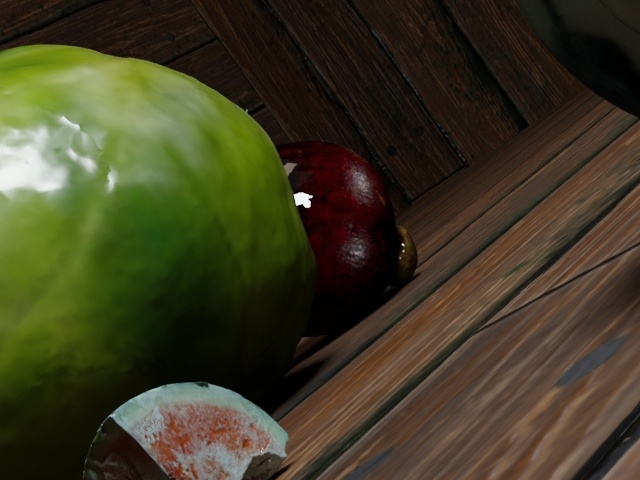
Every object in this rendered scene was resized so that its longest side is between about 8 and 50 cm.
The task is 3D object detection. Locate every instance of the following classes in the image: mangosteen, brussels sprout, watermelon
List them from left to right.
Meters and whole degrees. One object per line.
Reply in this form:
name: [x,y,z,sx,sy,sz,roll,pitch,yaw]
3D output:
brussels sprout: [-0.157,0.028,0.850,0.344,0.268,0.344,-40,-6,-5]
watermelon: [-0.045,0.091,0.527,0.085,0.085,0.061,-35,40,-4]
mangosteen: [0.000,0.000,1.039,0.152,0.152,0.152,-35,0,0]

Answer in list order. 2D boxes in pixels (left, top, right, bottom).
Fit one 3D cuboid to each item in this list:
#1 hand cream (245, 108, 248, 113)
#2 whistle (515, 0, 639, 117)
hand cream: [-0.122,0.048,1.079,0.312,0.070,0.111,-61,6,23]
whistle: [0.140,-0.113,0.407,0.163,0.163,0.290,-35,1,41]
